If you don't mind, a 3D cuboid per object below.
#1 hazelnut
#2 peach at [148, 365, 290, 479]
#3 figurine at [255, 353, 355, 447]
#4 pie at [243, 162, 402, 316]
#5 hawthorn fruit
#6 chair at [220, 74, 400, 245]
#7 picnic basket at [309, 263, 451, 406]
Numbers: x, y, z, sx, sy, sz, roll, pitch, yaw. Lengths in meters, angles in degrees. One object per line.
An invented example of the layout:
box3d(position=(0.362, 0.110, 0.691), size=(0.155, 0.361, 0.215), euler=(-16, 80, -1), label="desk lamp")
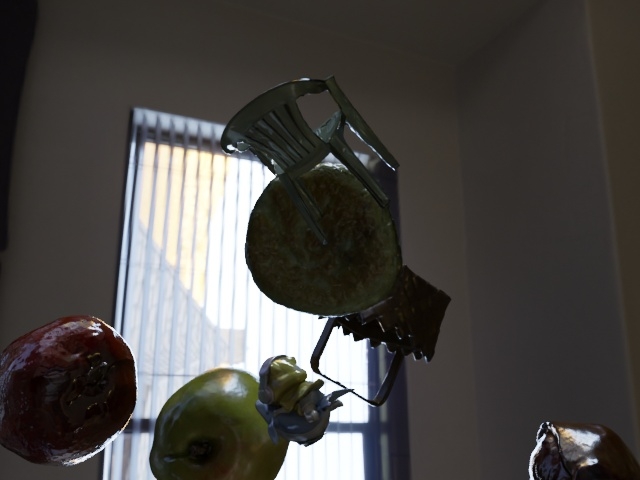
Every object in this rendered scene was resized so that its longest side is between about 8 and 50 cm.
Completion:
box3d(position=(0.384, 0.354, 0.986), size=(0.160, 0.201, 0.170), euler=(-32, -91, 30), label="hazelnut")
box3d(position=(-0.215, 0.423, 1.483), size=(0.314, 0.315, 0.281), euler=(2, -84, 23), label="peach")
box3d(position=(-0.042, 0.305, 1.298), size=(0.208, 0.128, 0.184), euler=(-19, -93, 31), label="figurine")
box3d(position=(0.000, 0.000, 1.309), size=(0.070, 0.323, 0.323), euler=(68, 22, -78), label="pie")
box3d(position=(-0.360, 0.215, 0.978), size=(0.249, 0.215, 0.215), euler=(-24, -120, 38), label="hawthorn fruit")
box3d(position=(-0.018, -0.146, 1.128), size=(0.203, 0.275, 0.190), euler=(-35, -161, 19), label="chair")
box3d(position=(0.127, 0.216, 1.634), size=(0.291, 0.254, 0.321), euler=(6, -116, 51), label="picnic basket")
